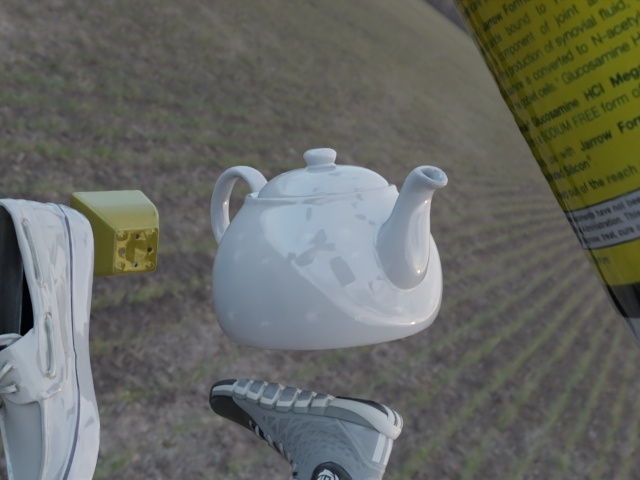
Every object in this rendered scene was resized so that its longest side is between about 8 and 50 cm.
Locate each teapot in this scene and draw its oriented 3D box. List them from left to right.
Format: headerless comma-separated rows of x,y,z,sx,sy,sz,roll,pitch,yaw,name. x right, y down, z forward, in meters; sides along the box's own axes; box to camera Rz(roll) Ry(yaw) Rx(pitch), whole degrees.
0.000,0.000,1.168,0.256,0.187,0.252,-5,6,4,teapot

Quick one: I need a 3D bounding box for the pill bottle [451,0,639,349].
0.147,-0.132,0.486,0.334,0.188,0.188,62,13,-1,pill bottle

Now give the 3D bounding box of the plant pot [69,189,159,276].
-0.206,-0.002,1.178,0.081,0.081,0.083,-4,18,-33,plant pot

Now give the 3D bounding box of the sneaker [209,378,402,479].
-0.034,0.218,1.166,0.228,0.132,0.086,3,-18,35,sneaker

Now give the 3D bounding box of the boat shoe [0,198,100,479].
-0.236,0.095,0.920,0.096,0.267,0.088,-9,-16,40,boat shoe
